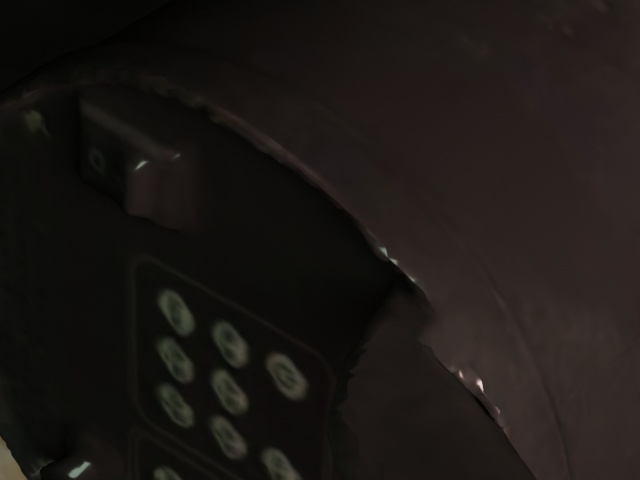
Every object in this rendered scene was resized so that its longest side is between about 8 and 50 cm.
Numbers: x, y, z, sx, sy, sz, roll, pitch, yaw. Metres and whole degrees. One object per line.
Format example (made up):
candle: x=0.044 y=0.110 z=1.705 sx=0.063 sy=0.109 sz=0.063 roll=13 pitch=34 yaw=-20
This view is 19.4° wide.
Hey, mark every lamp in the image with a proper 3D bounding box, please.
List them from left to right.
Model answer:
lamp: x=0.045 y=0.001 z=0.548 sx=0.272 sy=0.374 sz=0.205 roll=-21 pitch=135 yaw=-26
